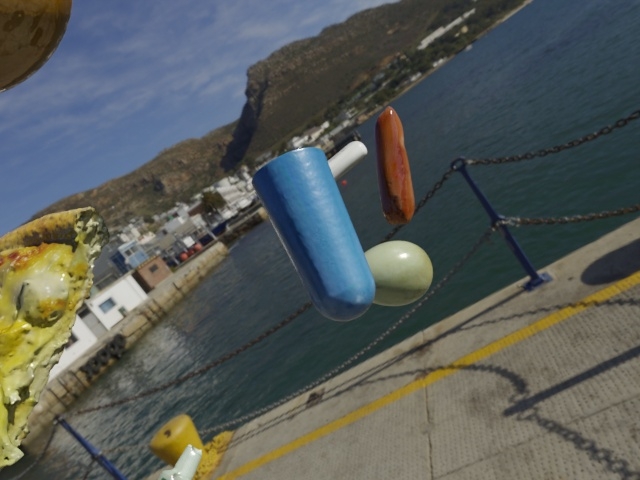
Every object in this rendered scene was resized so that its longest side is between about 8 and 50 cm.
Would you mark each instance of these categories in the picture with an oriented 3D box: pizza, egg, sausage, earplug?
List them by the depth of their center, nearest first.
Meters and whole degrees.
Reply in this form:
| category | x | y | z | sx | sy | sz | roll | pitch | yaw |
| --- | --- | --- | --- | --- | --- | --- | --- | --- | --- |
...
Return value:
| category | x | y | z | sx | sy | sz | roll | pitch | yaw |
| --- | --- | --- | --- | --- | --- | --- | --- | --- | --- |
| pizza | -0.331 | 0.101 | 0.503 | 0.280 | 0.075 | 0.287 | -30 | 52 | 17 |
| earplug | 0.000 | 0.000 | 0.767 | 0.133 | 0.272 | 0.132 | -23 | -13 | -5 |
| egg | -0.572 | -0.406 | 0.778 | 0.282 | 0.283 | 0.351 | -136 | 70 | -81 |
| sausage | 0.176 | -0.182 | 1.168 | 0.084 | 0.299 | 0.089 | -11 | -10 | 21 |
| egg | 0.231 | 0.114 | 1.585 | 0.296 | 0.218 | 0.218 | -10 | -1 | -21 |

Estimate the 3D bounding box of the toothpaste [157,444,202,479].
| category | x | y | z | sx | sy | sz | roll | pitch | yaw |
| --- | --- | --- | --- | --- | --- | --- | --- | --- | --- |
| toothpaste | -0.144 | 0.254 | 0.350 | 0.049 | 0.032 | 0.204 | 80 | -149 | -55 |

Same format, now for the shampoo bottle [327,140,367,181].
| category | x | y | z | sx | sy | sz | roll | pitch | yaw |
| --- | --- | --- | --- | --- | --- | --- | --- | --- | --- |
| shampoo bottle | 0.006 | -0.136 | 1.053 | 0.221 | 0.051 | 0.108 | -41 | 10 | -16 |
